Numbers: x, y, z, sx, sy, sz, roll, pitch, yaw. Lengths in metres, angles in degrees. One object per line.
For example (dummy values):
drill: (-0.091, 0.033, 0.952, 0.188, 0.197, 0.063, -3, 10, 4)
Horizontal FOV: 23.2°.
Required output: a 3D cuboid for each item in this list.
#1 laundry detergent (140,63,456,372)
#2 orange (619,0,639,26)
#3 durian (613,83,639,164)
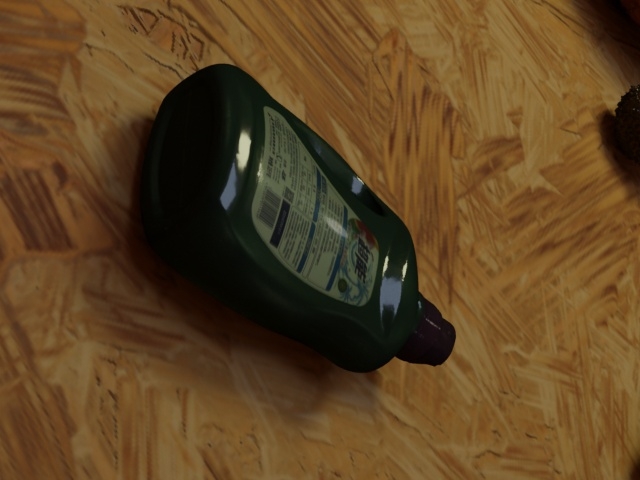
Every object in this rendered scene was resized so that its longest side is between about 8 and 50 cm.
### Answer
laundry detergent: (0.000, 0.000, 0.892, 0.221, 0.078, 0.144, 33, 41, -35)
orange: (0.365, -0.289, 1.427, 0.240, 0.240, 0.240, 30, 47, -38)
durian: (0.289, -0.095, 1.326, 0.080, 0.080, 0.091, 38, 36, -32)
